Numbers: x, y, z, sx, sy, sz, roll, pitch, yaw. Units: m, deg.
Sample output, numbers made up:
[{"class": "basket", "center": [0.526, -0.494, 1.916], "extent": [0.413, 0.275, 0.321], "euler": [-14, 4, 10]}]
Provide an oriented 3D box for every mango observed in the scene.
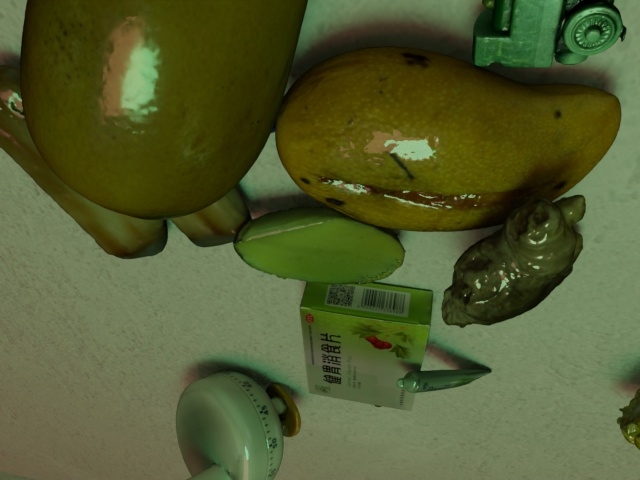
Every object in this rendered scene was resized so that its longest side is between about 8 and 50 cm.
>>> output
[{"class": "mango", "center": [-0.103, -0.152, 0.402], "extent": [0.173, 0.211, 0.317], "euler": [42, 123, 16]}, {"class": "mango", "center": [0.103, -0.080, 0.482], "extent": [0.294, 0.120, 0.177], "euler": [9, 141, 8]}]

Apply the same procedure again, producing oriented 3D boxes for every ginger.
[{"class": "ginger", "center": [0.198, 0.036, 0.548], "extent": [0.166, 0.080, 0.333], "euler": [-30, 159, 11]}]

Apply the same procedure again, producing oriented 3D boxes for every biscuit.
[{"class": "biscuit", "center": [-0.234, -0.090, 0.623], "extent": [0.236, 0.062, 0.291], "euler": [-11, 135, 26]}]

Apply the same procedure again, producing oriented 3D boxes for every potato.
[{"class": "potato", "center": [0.000, 0.000, 0.643], "extent": [0.197, 0.054, 0.120], "euler": [-3, 139, 4]}]

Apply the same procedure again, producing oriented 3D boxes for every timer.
[{"class": "timer", "center": [-0.186, 0.365, 0.983], "extent": [0.240, 0.234, 0.233], "euler": [-10, 163, -46]}]

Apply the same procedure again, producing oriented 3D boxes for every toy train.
[{"class": "toy train", "center": [0.161, -0.203, 0.364], "extent": [0.104, 0.071, 0.178], "euler": [6, 138, 17]}]

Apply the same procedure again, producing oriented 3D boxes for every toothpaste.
[{"class": "toothpaste", "center": [0.182, 0.204, 0.795], "extent": [0.197, 0.029, 0.048], "euler": [9, 143, -40]}]

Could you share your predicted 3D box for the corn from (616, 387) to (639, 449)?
[{"class": "corn", "center": [0.595, 0.238, 0.680], "extent": [0.386, 0.144, 0.144], "euler": [9, 140, 13]}]

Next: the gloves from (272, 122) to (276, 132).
[{"class": "gloves", "center": [-0.083, -0.126, 0.565], "extent": [0.086, 0.026, 0.064], "euler": [-15, 133, 25]}]

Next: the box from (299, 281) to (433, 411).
[{"class": "box", "center": [0.066, 0.163, 0.816], "extent": [0.175, 0.062, 0.261], "euler": [7, 140, 9]}]
